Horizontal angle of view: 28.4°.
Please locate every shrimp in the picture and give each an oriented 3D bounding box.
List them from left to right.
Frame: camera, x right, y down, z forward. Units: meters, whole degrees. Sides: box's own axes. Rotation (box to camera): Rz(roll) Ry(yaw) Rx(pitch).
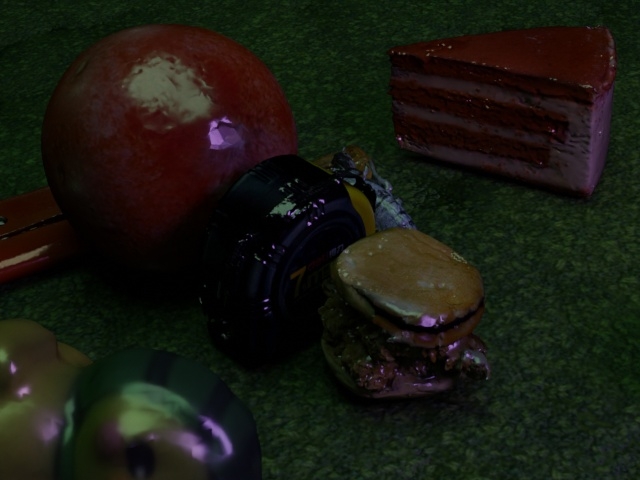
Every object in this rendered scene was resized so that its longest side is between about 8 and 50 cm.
[{"bbox_3d":[0.063,-0.037,1.325,0.082,0.076,0.174,-24,63,-35],"label":"shrimp"}]

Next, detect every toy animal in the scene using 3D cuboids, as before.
[{"bbox_3d":[-0.205,0.167,0.997,0.338,0.216,0.191,5,8,8],"label":"toy animal"}]

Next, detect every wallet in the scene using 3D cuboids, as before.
[{"bbox_3d":[-0.345,-0.002,1.390,0.204,0.045,0.142,-19,37,-22],"label":"wallet"}]

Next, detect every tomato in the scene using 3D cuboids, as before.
[{"bbox_3d":[-0.152,-0.097,1.307,0.265,0.265,0.265,-3,34,2],"label":"tomato"}]

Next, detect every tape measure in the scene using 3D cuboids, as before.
[{"bbox_3d":[-0.029,0.006,1.221,0.112,0.186,0.199,33,49,31],"label":"tape measure"}]

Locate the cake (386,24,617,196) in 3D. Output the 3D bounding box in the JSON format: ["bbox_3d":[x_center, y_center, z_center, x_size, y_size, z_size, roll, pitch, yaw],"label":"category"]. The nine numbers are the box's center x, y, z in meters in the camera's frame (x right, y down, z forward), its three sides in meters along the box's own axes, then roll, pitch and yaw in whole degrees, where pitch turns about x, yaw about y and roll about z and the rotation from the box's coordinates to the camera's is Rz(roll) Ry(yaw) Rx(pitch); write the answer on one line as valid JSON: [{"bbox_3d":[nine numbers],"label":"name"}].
[{"bbox_3d":[0.213,-0.137,1.439,0.262,0.158,0.160,-6,33,1],"label":"cake"}]

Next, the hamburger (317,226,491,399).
[{"bbox_3d":[0.084,0.079,1.160,0.185,0.131,0.159,32,39,33],"label":"hamburger"}]

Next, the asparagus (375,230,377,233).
[{"bbox_3d":[0.000,0.000,1.358,0.178,0.041,0.045,-23,81,-26],"label":"asparagus"}]

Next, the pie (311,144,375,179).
[{"bbox_3d":[0.006,-0.073,1.474,0.170,0.034,0.092,-24,36,-36],"label":"pie"}]
